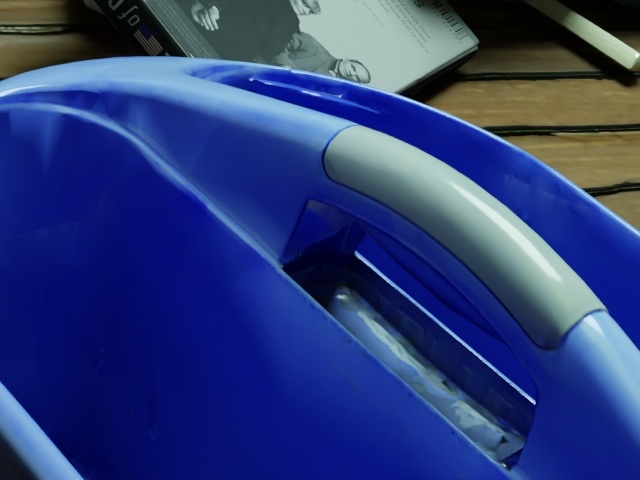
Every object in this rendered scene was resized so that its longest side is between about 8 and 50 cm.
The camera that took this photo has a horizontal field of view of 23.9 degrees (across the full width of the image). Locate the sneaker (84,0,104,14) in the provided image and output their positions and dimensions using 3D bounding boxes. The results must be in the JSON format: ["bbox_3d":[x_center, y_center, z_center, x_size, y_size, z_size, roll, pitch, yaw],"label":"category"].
[{"bbox_3d":[-0.171,-0.229,0.860,0.151,0.094,0.256,9,47,-20],"label":"sneaker"}]

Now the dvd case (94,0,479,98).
[{"bbox_3d":[-0.025,-0.135,0.791,0.179,0.029,0.238,51,35,3],"label":"dvd case"}]

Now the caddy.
[{"bbox_3d":[0.019,0.061,0.429,0.241,0.179,0.341,-15,43,-39],"label":"caddy"}]

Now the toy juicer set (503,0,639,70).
[{"bbox_3d":[0.196,-0.229,1.068,0.209,0.089,0.329,28,33,20],"label":"toy juicer set"}]
